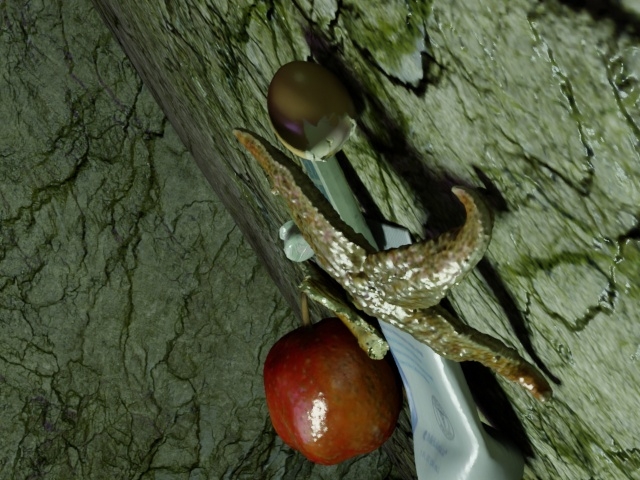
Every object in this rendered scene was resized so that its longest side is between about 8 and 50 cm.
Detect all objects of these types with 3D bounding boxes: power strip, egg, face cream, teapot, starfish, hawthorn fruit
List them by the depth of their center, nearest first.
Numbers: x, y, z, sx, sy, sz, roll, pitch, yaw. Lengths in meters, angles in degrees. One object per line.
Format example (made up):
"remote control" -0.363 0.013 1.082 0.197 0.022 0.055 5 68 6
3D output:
"starfish" 0.068 0.025 0.775 0.375 0.094 0.327 42 165 -12
"egg" -0.012 -0.124 0.802 0.096 0.080 0.080 50 171 24
"power strip" 0.015 -0.055 1.009 0.227 0.029 0.080 64 171 -10
"face cream" 0.142 0.162 1.082 0.235 0.137 0.420 -148 36 -75
"teapot" -0.036 0.001 1.578 0.083 0.064 0.064 23 -157 -39
"hawthorn fruit" 0.014 0.255 1.657 0.287 0.287 0.330 -160 51 -77

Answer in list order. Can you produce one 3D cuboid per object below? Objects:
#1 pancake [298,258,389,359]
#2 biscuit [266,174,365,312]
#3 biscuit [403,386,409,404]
"pancake" 0.012 0.108 1.507 0.266 0.057 0.244 42 -172 31
"biscuit" 0.000 0.000 1.414 0.273 0.036 0.187 55 172 -3
"biscuit" 0.248 0.408 1.606 0.278 0.043 0.301 51 171 28
